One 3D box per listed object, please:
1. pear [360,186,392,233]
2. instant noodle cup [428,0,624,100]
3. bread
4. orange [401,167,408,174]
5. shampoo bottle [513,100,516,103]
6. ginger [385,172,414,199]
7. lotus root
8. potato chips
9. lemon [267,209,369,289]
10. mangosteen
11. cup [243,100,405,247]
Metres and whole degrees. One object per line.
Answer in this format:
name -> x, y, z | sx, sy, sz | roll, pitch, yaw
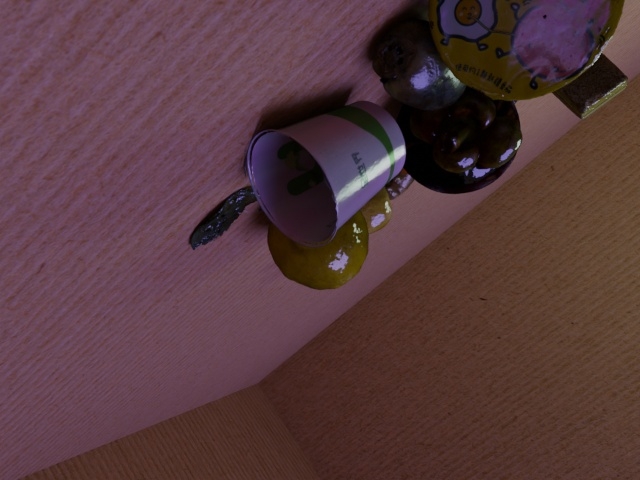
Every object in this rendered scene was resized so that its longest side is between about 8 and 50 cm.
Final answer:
pear -> 0.124, -0.098, 1.781 | 0.178, 0.178, 0.178 | -34, 165, -10
instant noodle cup -> 0.390, -0.437, 1.110 | 0.325, 0.326, 0.254 | -47, 172, 33
bread -> 0.849, -0.535, 1.963 | 0.184, 0.234, 0.110 | -38, 164, 6
orange -> 0.253, -0.252, 1.675 | 0.135, 0.117, 0.136 | -165, -90, -88
shampoo bottle -> 0.663, -0.542, 1.809 | 0.129, 0.084, 0.323 | -18, 157, -45
ginger -> 0.260, -0.201, 1.929 | 0.205, 0.081, 0.115 | -46, -163, 2
lotus root -> 0.218, -0.352, 1.227 | 0.160, 0.152, 0.274 | -49, 162, 28
potato chips -> -0.222, -0.049, 1.393 | 0.209, 0.026, 0.142 | -36, 168, -1
lemon -> -0.001, 0.000, 1.564 | 0.285, 0.285, 0.316 | -35, 136, -6
mangosteen -> 0.331, -0.257, 1.447 | 0.307, 0.307, 0.347 | -39, -177, 9
cup -> 0.025, -0.156, 1.240 | 0.274, 0.253, 0.253 | -36, 167, -33
